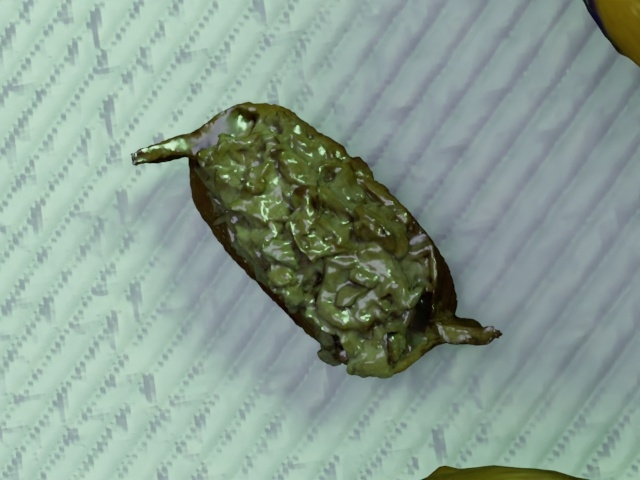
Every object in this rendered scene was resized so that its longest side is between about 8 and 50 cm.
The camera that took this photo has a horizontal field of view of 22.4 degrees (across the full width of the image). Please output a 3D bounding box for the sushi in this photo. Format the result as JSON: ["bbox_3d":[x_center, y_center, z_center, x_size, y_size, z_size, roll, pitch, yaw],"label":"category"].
[{"bbox_3d":[0.000,0.000,0.500,0.052,0.055,0.120,-44,82,2],"label":"sushi"}]

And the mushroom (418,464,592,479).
[{"bbox_3d":[0.098,0.211,0.340,0.260,0.345,0.345,-19,84,-13],"label":"mushroom"}]

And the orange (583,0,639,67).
[{"bbox_3d":[0.158,-0.119,0.389,0.219,0.219,0.193,-14,126,12],"label":"orange"}]
